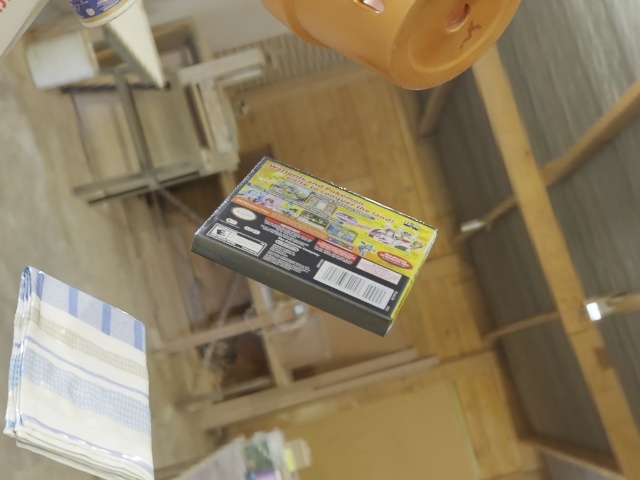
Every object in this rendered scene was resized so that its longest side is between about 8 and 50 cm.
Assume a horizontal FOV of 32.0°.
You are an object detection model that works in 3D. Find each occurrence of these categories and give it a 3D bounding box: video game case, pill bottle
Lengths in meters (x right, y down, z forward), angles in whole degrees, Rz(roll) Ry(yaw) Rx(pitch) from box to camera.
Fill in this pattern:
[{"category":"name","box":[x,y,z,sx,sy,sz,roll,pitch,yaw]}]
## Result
[{"category":"video game case","box":[0.000,0.000,1.494,0.248,0.274,0.035,-55,166,-55]},{"category":"pill bottle","box":[-0.384,-0.448,1.789,0.187,0.112,0.112,58,8,-34]}]

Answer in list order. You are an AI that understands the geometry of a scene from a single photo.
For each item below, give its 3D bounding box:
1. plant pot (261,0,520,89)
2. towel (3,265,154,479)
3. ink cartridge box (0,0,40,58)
[{"category":"plant pot","box":[0.097,-0.312,1.275,0.203,0.291,0.291,49,-13,28]},{"category":"towel","box":[-0.296,0.169,1.403,0.209,0.034,0.285,32,29,-32]},{"category":"ink cartridge box","box":[-0.315,-0.300,0.895,0.270,0.198,0.197,36,53,-17]}]
